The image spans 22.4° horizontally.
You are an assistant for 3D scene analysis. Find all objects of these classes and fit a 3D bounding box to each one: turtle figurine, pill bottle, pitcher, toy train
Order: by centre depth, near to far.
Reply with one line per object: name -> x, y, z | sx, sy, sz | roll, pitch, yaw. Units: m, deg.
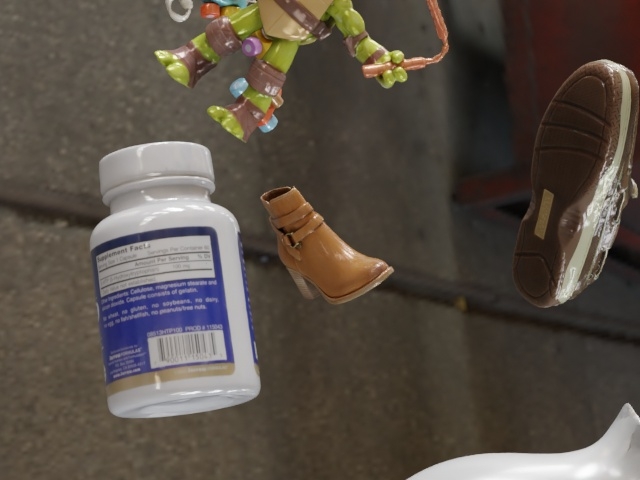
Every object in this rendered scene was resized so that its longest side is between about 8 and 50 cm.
pitcher -> 0.146, 0.225, 1.143 | 0.125, 0.207, 0.178 | -121, -167, -64
pill bottle -> -0.109, 0.029, 1.176 | 0.112, 0.112, 0.187 | 11, 68, -56
turtle figurine -> -0.039, -0.208, 1.411 | 0.269, 0.217, 0.087 | 45, 8, -8
toy train -> -0.070, -0.190, 1.524 | 0.166, 0.046, 0.125 | 54, 46, -29

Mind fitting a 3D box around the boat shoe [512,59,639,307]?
boat shoe -> 0.257, -0.059, 1.545 | 0.095, 0.095, 0.257 | -11, 131, -35

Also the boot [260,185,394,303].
boot -> 0.000, 0.000, 2.058 | 0.073, 0.197, 0.152 | -34, 106, -33
